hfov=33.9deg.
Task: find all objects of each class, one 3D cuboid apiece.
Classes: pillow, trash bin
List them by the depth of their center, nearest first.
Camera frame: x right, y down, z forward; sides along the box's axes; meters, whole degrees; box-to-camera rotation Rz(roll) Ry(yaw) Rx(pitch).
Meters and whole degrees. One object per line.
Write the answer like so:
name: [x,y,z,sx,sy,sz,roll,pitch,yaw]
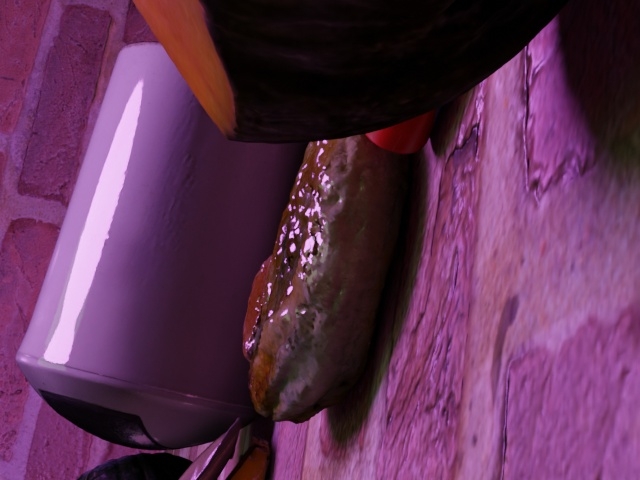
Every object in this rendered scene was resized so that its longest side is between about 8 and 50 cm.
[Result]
pillow: [-0.146,0.271,1.052,0.217,0.033,0.130,-52,-3,-22]
trash bin: [-0.168,0.020,1.200,0.280,0.280,0.432,152,132,-78]

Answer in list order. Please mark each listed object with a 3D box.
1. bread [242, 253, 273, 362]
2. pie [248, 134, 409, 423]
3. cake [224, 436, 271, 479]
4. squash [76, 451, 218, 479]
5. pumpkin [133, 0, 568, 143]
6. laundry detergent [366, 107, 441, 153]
bread: [-0.035,0.062,0.991,0.082,0.060,0.113,-102,27,-66]
pie: [0.000,0.000,0.806,0.277,0.078,0.277,-167,90,-79]
cake: [-0.115,0.288,1.057,0.080,0.116,0.185,136,139,-76]
squash: [-0.204,0.340,1.211,0.172,0.218,0.218,34,117,43]
pumpkin: [0.019,-0.204,0.426,0.303,0.256,0.225,-57,-1,-16]
laundry detergent: [0.072,-0.140,0.651,0.097,0.049,0.165,-85,14,-52]
